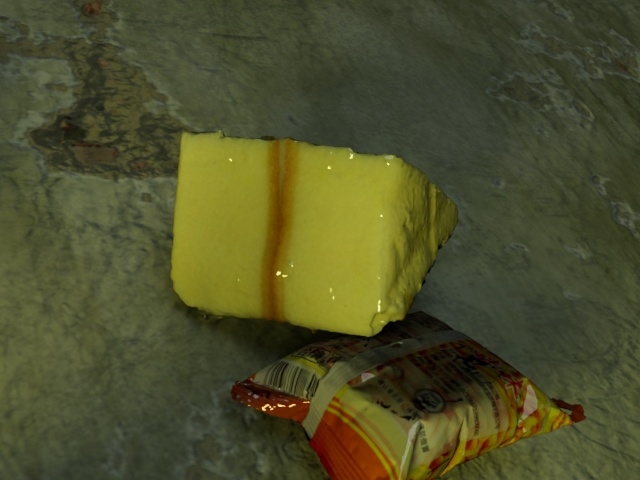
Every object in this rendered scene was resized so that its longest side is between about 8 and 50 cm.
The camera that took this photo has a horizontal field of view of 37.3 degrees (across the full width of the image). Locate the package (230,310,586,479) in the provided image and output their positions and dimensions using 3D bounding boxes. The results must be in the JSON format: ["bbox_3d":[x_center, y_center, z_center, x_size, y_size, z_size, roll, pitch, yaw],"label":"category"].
[{"bbox_3d":[0.089,0.150,0.915,0.288,0.108,0.223,-19,38,-35],"label":"package"}]

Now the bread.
[{"bbox_3d":[0.000,0.000,1.037,0.264,0.198,0.236,9,1,22],"label":"bread"}]
